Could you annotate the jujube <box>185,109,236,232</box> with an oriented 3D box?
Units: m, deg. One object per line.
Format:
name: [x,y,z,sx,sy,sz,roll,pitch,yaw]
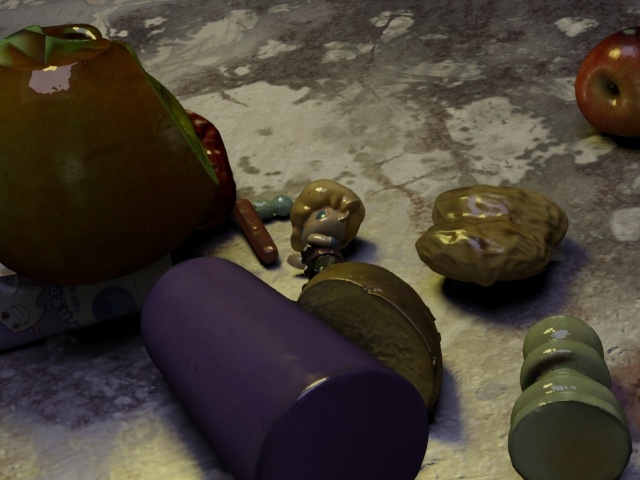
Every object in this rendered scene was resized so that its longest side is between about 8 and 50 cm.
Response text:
jujube: [-0.215,-0.110,2.010,0.155,0.155,0.230,-17,39,-13]

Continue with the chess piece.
chess piece: [0.285,0.175,1.460,0.133,0.133,0.243,-3,25,10]

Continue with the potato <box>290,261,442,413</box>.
potato: [0.094,0.105,1.584,0.243,0.098,0.138,39,23,25]

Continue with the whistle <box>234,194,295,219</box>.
whistle: [-0.086,-0.050,1.981,0.100,0.035,0.035,-12,32,-2]

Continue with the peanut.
peanut: [0.238,-0.007,1.756,0.196,0.110,0.233,9,36,19]

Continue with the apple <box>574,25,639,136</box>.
apple: [0.513,-0.256,2.028,0.199,0.199,0.199,-7,32,4]

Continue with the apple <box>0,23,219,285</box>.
apple: [-0.331,-0.133,1.745,0.374,0.374,0.384,12,32,31]

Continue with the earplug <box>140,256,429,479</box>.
earplug: [-0.076,0.157,1.506,0.215,0.215,0.456,-23,31,-20]

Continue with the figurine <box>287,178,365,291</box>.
figurine: [0.000,0.000,1.829,0.108,0.114,0.196,17,45,-2]

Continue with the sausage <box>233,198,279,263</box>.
sausage: [-0.099,-0.015,1.914,0.030,0.035,0.147,-42,42,10]

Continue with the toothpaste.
toothpaste: [-0.391,0.091,1.798,0.371,0.080,0.125,-12,74,-4]
